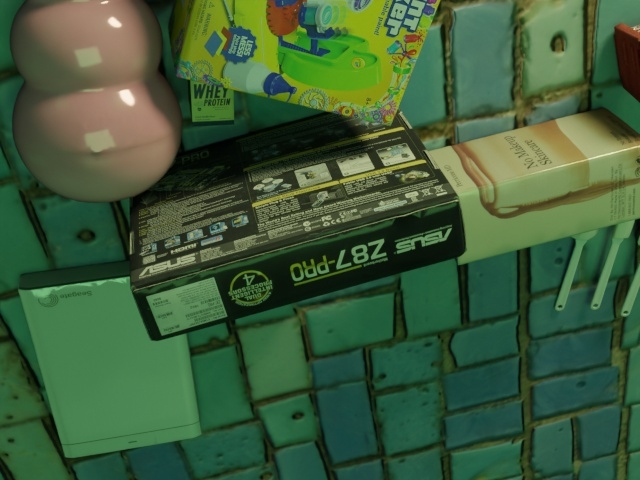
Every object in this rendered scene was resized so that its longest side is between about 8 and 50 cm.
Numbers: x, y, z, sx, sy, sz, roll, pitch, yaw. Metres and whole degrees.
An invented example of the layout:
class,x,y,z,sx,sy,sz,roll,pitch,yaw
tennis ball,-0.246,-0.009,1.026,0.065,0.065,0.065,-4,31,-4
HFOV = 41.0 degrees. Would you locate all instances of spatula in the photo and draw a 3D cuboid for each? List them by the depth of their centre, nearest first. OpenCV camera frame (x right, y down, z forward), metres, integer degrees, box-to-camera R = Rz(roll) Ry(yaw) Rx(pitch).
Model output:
class,x,y,z,sx,sy,sz,roll,pitch,yaw
spatula,0.487,0.031,1.451,0.168,0.019,0.242,4,127,-3

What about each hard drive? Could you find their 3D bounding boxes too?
class,x,y,z,sx,sy,sz,roll,pitch,yaw
hard drive,-0.325,0.194,1.369,0.232,0.047,0.353,-8,123,-8

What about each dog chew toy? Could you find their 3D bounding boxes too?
class,x,y,z,sx,sy,sz,roll,pitch,yaw
dog chew toy,-0.278,-0.218,1.031,0.206,0.207,0.332,-6,115,-9

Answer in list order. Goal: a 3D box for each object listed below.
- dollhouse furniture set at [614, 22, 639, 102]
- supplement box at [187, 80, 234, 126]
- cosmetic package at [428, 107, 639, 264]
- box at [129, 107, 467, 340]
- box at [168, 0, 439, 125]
class,x,y,z,sx,sy,sz,roll,pitch,yaw
dollhouse furniture set,0.586,-0.175,1.273,0.201,0.152,0.374,-23,124,3
supplement box,-0.146,-0.206,1.128,0.056,0.083,0.083,-4,123,-10
cosmetic package,0.317,-0.085,1.273,0.296,0.153,0.129,-15,123,-4
box,-0.049,-0.046,1.113,0.394,0.318,0.097,-16,125,-3
box,-0.011,-0.329,1.025,0.279,0.177,0.290,9,120,-19
